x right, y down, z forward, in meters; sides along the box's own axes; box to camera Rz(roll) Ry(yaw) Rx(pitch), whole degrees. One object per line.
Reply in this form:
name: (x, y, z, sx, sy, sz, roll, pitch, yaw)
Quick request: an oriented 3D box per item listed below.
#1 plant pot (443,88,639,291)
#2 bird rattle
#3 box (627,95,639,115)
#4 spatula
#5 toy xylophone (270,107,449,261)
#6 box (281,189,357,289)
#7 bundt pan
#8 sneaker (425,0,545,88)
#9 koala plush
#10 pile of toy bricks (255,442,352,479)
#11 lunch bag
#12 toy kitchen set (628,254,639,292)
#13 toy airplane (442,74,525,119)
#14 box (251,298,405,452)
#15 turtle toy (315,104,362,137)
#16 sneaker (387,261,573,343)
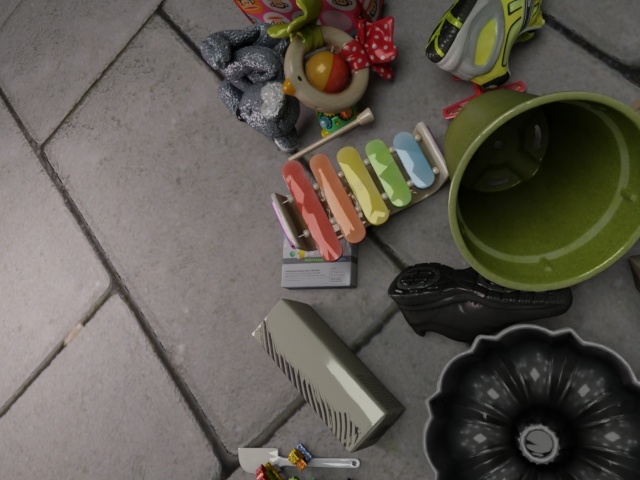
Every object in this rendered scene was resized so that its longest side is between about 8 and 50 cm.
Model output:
plant pot: (0.296, -0.108, 0.840, 0.276, 0.276, 0.254, -34, 23, 14)
bird rattle: (0.022, -0.335, 1.063, 0.143, 0.253, 0.207, -6, 69, 62)
box: (0.548, -0.076, 0.773, 0.311, 0.121, 0.148, 59, 136, 20)
spatula: (-0.041, 0.463, 1.019, 0.242, 0.019, 0.168, -6, 74, 20)
toy xylophone: (0.058, -0.114, 1.036, 0.322, 0.081, 0.236, -34, 74, 0)
box: (0.000, 0.000, 1.098, 0.145, 0.038, 0.186, -3, 76, 24)
bundt pan: (0.324, 0.290, 0.829, 0.330, 0.124, 0.331, -6, 76, 24)
sneaker: (0.333, -0.437, 1.013, 0.147, 0.145, 0.385, 34, 81, -13)
koala plush: (-0.105, -0.300, 1.139, 0.203, 0.196, 0.221, -20, 65, -2)
pile of toy bricks: (-0.014, 0.435, 0.946, 0.212, 0.105, 0.118, 42, 94, 24)
lunch bag: (-0.039, -0.500, 1.112, 0.293, 0.258, 0.120, 10, 82, 26)
toy kitchen set: (0.551, 0.113, 0.791, 0.166, 0.122, 0.207, -13, 93, 21)
toy airplane: (0.287, -0.271, 1.034, 0.151, 0.028, 0.151, -5, 74, 18)
box: (0.011, 0.230, 0.997, 0.094, 0.113, 0.275, -50, 62, 8)
turtle toy: (0.027, -0.270, 1.134, 0.095, 0.066, 0.130, -23, 69, 18)
sneaker: (0.253, 0.101, 0.902, 0.286, 0.130, 0.109, -3, 34, 40)
